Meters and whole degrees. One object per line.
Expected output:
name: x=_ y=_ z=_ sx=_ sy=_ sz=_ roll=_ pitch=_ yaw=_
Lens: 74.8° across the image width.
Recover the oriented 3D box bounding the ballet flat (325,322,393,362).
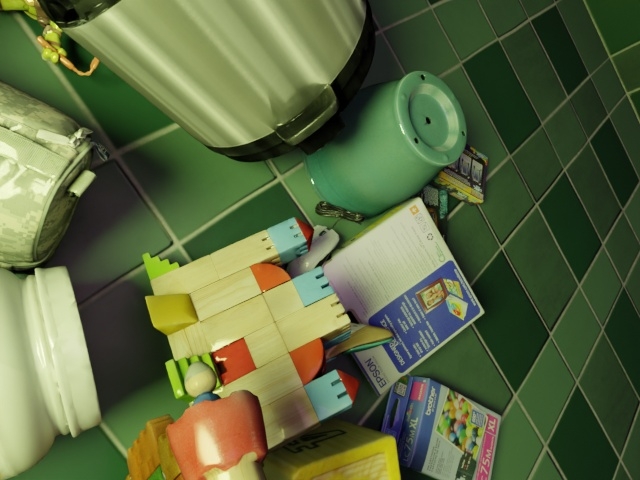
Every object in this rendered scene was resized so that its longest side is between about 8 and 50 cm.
ballet flat: x=0.029 y=0.192 z=0.795 sx=0.232 sy=0.080 sz=0.073 roll=-16 pitch=74 yaw=-18

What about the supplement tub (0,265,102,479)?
supplement tub: x=-0.433 y=0.160 z=0.437 sx=0.331 sy=0.241 sz=0.241 roll=-13 pitch=87 yaw=-33

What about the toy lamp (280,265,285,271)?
toy lamp: x=-0.100 y=0.164 z=0.742 sx=0.080 sy=0.080 sz=0.275 roll=10 pitch=75 yaw=-30

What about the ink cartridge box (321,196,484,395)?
ink cartridge box: x=0.159 y=0.114 z=0.901 sx=0.307 sy=0.072 sz=0.304 roll=-33 pitch=99 yaw=-11

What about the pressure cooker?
pressure cooker: x=-0.124 y=-0.331 z=0.630 sx=0.420 sy=0.375 sz=0.370 roll=40 pitch=60 yaw=-49

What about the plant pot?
plant pot: x=0.141 y=-0.199 z=0.858 sx=0.271 sy=0.255 sz=0.272 roll=6 pitch=78 yaw=-31

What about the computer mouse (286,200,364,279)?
computer mouse: x=0.000 y=0.000 z=0.832 sx=0.106 sy=0.042 sz=0.193 roll=25 pitch=64 yaw=20

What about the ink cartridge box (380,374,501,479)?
ink cartridge box: x=0.272 y=0.429 z=0.931 sx=0.311 sy=0.065 sz=0.186 roll=31 pitch=65 yaw=-21

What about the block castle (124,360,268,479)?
block castle: x=-0.250 y=0.307 z=0.389 sx=0.303 sy=0.453 sz=0.213 roll=6 pitch=44 yaw=-42

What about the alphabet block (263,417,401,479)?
alphabet block: x=0.001 y=0.416 z=0.682 sx=0.193 sy=0.197 sz=0.192 roll=-4 pitch=83 yaw=-32

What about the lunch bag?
lunch bag: x=-0.430 y=-0.100 z=0.482 sx=0.305 sy=0.256 sz=0.213 roll=25 pitch=68 yaw=-26

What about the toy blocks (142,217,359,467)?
toy blocks: x=-0.074 y=0.141 z=0.625 sx=0.260 sy=0.191 sz=0.381 roll=-24 pitch=64 yaw=-9

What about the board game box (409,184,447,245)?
board game box: x=0.264 y=-0.049 z=1.039 sx=0.126 sy=0.026 sz=0.186 roll=13 pitch=73 yaw=-30

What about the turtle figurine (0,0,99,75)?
turtle figurine: x=-0.435 y=-0.390 z=0.638 sx=0.217 sy=0.087 sz=0.270 roll=2 pitch=88 yaw=-24

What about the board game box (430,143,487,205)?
board game box: x=0.370 y=-0.190 z=1.121 sx=0.170 sy=0.048 sz=0.141 roll=22 pitch=71 yaw=-27
